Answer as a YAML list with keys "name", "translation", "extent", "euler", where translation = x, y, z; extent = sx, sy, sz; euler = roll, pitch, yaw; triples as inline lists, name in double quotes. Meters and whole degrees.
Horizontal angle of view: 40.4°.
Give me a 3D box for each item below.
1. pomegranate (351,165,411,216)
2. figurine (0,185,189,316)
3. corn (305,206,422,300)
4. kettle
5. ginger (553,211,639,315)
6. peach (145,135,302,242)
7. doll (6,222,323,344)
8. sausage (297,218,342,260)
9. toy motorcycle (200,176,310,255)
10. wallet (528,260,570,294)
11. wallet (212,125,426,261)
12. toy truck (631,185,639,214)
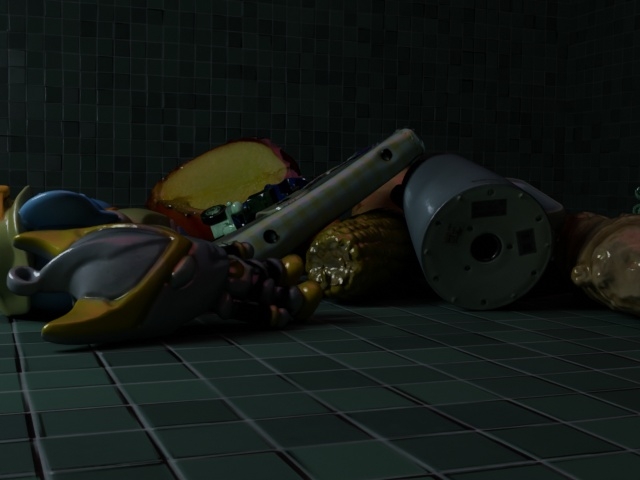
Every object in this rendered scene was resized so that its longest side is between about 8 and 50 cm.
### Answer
- name: "pomegranate"
  translation: [0.143, -0.037, 1.473]
  extent: [0.191, 0.191, 0.191]
  euler: [1, 4, 0]
- name: "figurine"
  translation: [-0.265, 0.023, 0.980]
  extent: [0.262, 0.153, 0.180]
  euler: [20, -19, -41]
- name: "corn"
  translation: [0.078, 0.016, 1.216]
  extent: [0.120, 0.120, 0.363]
  euler: [2, 8, 19]
- name: "kettle"
  translation: [0.209, -0.036, 1.127]
  extent: [0.211, 0.160, 0.243]
  euler: [-7, 21, -3]
- name: "ginger"
  translation: [0.372, 0.022, 1.077]
  extent: [0.190, 0.126, 0.354]
  euler: [-11, 6, -5]
- name: "peach"
  translation: [-0.195, -0.072, 1.941]
  extent: [0.362, 0.201, 0.257]
  euler: [-13, 46, 7]
- name: "doll"
  translation: [-0.147, 0.044, 0.866]
  extent: [0.316, 0.145, 0.103]
  euler: [5, -33, -34]
- name: "sausage"
  translation: [0.000, 0.000, 1.641]
  extent: [0.098, 0.098, 0.238]
  euler: [0, 2, -17]
- name: "toy motorcycle"
  translation: [-0.098, -0.038, 1.534]
  extent: [0.196, 0.125, 0.331]
  euler: [-22, 10, 2]
- name: "wallet"
  translation: [0.315, 0.048, 1.317]
  extent: [0.318, 0.045, 0.172]
  euler: [0, 5, -42]
- name: "wallet"
  translation: [-0.021, -0.044, 1.216]
  extent: [0.309, 0.077, 0.223]
  euler: [-35, 5, -21]
- name: "toy truck"
  translation: [0.510, -0.012, 1.309]
  extent: [0.081, 0.175, 0.067]
  euler: [10, 7, 27]
